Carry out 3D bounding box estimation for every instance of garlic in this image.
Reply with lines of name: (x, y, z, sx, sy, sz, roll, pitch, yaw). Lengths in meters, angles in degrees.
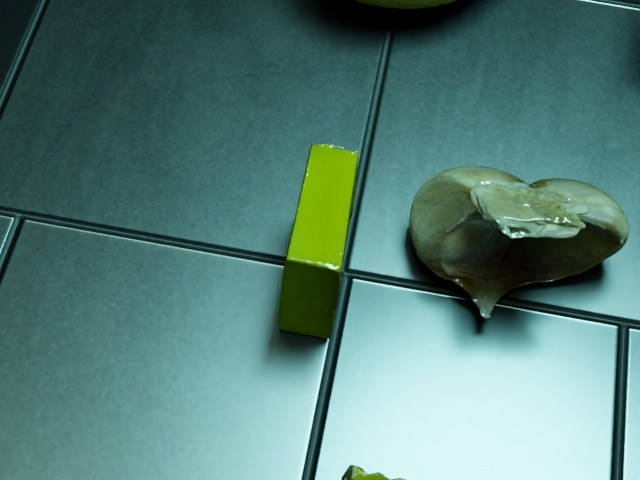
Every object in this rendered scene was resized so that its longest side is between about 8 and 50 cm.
garlic: (0.162, -0.009, 1.088, 0.174, 0.099, 0.124, 5, 35, -6)

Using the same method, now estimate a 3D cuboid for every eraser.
eraser: (0.000, 0.000, 1.059, 0.045, 0.097, 0.122, 9, 52, 3)

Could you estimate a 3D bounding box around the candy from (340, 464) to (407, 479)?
candy: (0.074, 0.303, 0.859, 0.187, 0.081, 0.297, 12, 65, 5)

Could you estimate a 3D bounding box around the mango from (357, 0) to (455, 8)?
mango: (0.118, -0.334, 1.288, 0.195, 0.142, 0.331, 44, 54, 11)
